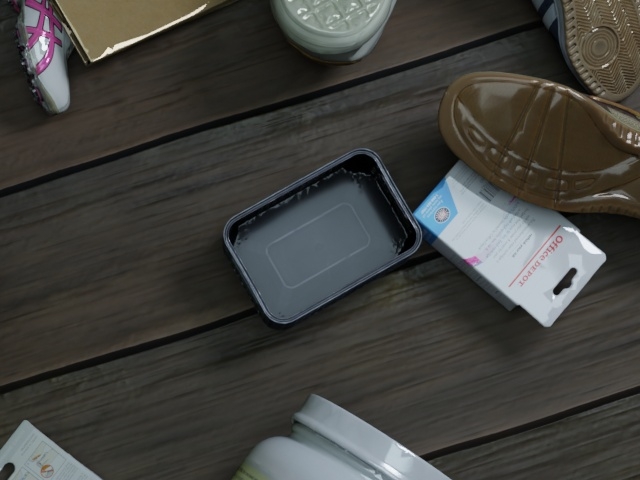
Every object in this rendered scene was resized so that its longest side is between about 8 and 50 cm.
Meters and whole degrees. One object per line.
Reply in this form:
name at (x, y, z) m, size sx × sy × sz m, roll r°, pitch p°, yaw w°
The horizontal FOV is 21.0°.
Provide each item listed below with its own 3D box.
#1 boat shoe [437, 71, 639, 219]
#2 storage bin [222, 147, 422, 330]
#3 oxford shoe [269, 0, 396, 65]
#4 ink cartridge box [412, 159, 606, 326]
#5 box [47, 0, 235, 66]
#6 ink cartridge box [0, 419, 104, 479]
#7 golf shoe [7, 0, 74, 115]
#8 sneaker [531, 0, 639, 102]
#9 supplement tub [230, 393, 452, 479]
boat shoe at (0.279, -0.092, 1.781) m, size 0.342 × 0.123 × 0.123 m, roll 14°, pitch 100°, yaw -7°
storage bin at (0.000, 0.000, 1.767) m, size 0.180 × 0.084 × 0.122 m, roll -29°, pitch 85°, yaw -8°
oxford shoe at (0.043, -0.372, 1.807) m, size 0.169 × 0.130 × 0.449 m, roll 14°, pitch 67°, yaw 2°
ink cartridge box at (0.192, -0.001, 1.789) m, size 0.181 × 0.061 × 0.104 m, roll 41°, pitch 81°, yaw 3°
box at (-0.195, -0.288, 1.796) m, size 0.201 × 0.021 × 0.164 m, roll -29°, pitch 86°, yaw -25°
ink cartridge box at (-0.272, 0.291, 1.743) m, size 0.179 × 0.045 × 0.145 m, roll 35°, pitch 82°, yaw 20°
golf shoe at (-0.277, -0.223, 1.789) m, size 0.086 × 0.067 × 0.186 m, roll -11°, pitch 83°, yaw -6°
sneaker at (0.241, -0.278, 1.824) m, size 0.099 × 0.153 × 0.282 m, roll -37°, pitch 116°, yaw -10°
supplement tub at (-0.017, 0.334, 1.644) m, size 0.235 × 0.235 × 0.325 m, roll 33°, pitch 82°, yaw 1°
